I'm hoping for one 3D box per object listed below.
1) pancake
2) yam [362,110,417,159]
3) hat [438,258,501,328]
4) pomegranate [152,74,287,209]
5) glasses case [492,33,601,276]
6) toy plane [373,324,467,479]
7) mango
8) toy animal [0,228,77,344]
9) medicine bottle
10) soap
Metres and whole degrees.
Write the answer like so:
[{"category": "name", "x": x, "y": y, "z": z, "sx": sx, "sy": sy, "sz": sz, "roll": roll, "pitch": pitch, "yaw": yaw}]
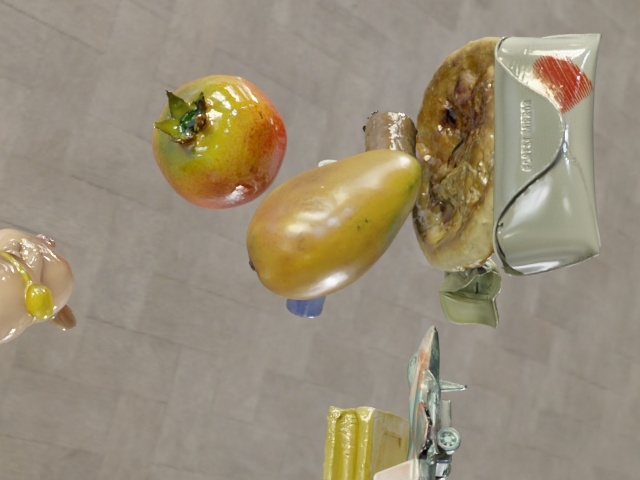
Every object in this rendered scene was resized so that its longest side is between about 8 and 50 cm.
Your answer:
[{"category": "pancake", "x": 0.211, "y": -0.125, "z": 1.593, "sx": 0.065, "sy": 0.356, "sz": 0.356, "roll": 9, "pitch": 86, "yaw": -19}, {"category": "yam", "x": 0.105, "y": -0.126, "z": 1.605, "sx": 0.084, "sy": 0.084, "sz": 0.127, "roll": 49, "pitch": 26, "yaw": -35}, {"category": "hat", "x": 0.257, "y": 0.080, "z": 1.788, "sx": 0.081, "sy": 0.122, "sz": 0.166, "roll": -55, "pitch": 136, "yaw": -38}, {"category": "pomegranate", "x": -0.170, "y": -0.162, "z": 1.765, "sx": 0.257, "sy": 0.221, "sz": 0.220, "roll": 23, "pitch": 76, "yaw": -61}, {"category": "glasses case", "x": 0.271, "y": -0.115, "z": 1.316, "sx": 0.083, "sy": 0.128, "sz": 0.308, "roll": 14, "pitch": 74, "yaw": -51}, {"category": "toy plane", "x": 0.157, "y": 0.261, "z": 1.594, "sx": 0.223, "sy": 0.104, "sz": 0.326, "roll": 97, "pitch": 12, "yaw": -52}, {"category": "mango", "x": 0.010, "y": -0.017, "z": 0.864, "sx": 0.163, "sy": 0.111, "sz": 0.089, "roll": -45, "pitch": 125, "yaw": -45}, {"category": "toy animal", "x": -0.439, "y": 0.070, "z": 1.532, "sx": 0.149, "sy": 0.165, "sz": 0.248, "roll": -50, "pitch": 175, "yaw": 12}, {"category": "medicine bottle", "x": 0.000, "y": 0.000, "z": 1.574, "sx": 0.059, "sy": 0.059, "sz": 0.230, "roll": -12, "pitch": 126, "yaw": -44}, {"category": "soap", "x": 0.076, "y": 0.447, "z": 1.852, "sx": 0.199, "sy": 0.091, "sz": 0.315, "roll": 32, "pitch": 58, "yaw": -58}]
